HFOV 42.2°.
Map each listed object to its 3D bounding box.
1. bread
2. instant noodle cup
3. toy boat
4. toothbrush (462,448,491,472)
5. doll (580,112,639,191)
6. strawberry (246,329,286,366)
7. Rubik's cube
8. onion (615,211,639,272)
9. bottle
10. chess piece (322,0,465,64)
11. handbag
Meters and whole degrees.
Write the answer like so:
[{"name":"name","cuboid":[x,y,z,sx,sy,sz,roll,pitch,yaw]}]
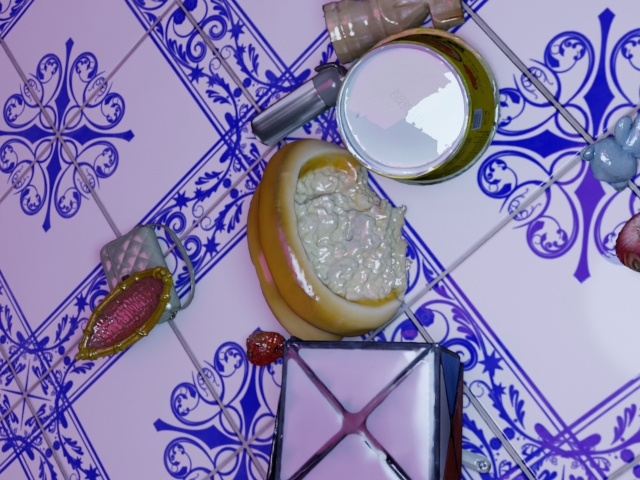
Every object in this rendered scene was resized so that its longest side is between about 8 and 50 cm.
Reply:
[{"name":"bread","cuboid":[0.011,0.003,1.748,0.245,0.328,0.424,-45,59,62]},{"name":"instant noodle cup","cuboid":[0.176,-0.251,1.597,0.325,0.254,0.326,3,102,14]},{"name":"toy boat","cuboid":[-0.449,0.168,1.937,0.318,0.099,0.141,-42,76,14]},{"name":"toothbrush","cuboid":[0.169,0.394,1.711,0.386,0.040,0.040,19,94,24]},{"name":"doll","cuboid":[0.570,-0.184,1.538,0.120,0.075,0.180,39,95,-16]},{"name":"strawberry","cuboid":[-0.122,0.237,1.850,0.096,0.083,0.083,-2,83,15]},{"name":"Rubik's cube","cuboid":[0.098,0.349,1.569,0.310,0.305,0.307,0,78,18]},{"name":"onion","cuboid":[0.615,0.021,1.482,0.150,0.140,0.150,-32,27,19]},{"name":"bottle","cuboid":[-0.046,-0.309,1.862,0.253,0.079,0.096,-29,109,23]},{"name":"chess piece","cuboid":[0.162,-0.485,1.768,0.300,0.137,0.137,-17,77,14]},{"name":"handbag","cuboid":[-0.414,0.080,2.024,0.219,0.079,0.256,-28,74,18]}]
